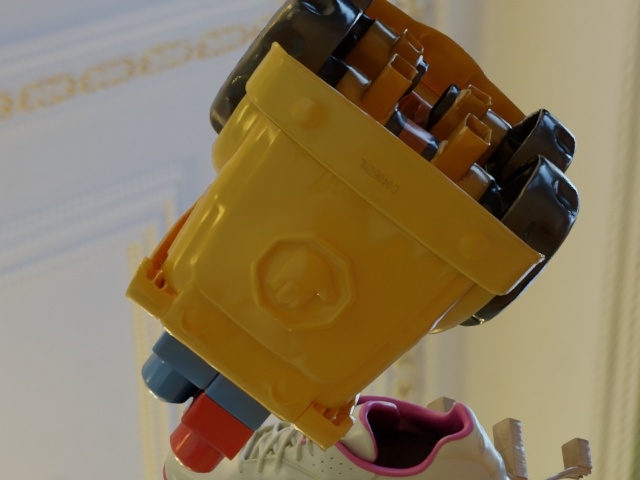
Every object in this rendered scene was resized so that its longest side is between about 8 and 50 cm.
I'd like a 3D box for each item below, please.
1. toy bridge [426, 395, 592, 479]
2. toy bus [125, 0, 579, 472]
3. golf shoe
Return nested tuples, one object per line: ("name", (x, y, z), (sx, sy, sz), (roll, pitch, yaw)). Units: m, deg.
("toy bridge", (0.170, 0.191, 1.435), (0.188, 0.026, 0.063), (19, -127, -32))
("toy bus", (0.000, 0.000, 0.730), (0.211, 0.149, 0.220), (-52, 4, 20))
("golf shoe", (0.007, 0.172, 1.303), (0.115, 0.306, 0.140), (-69, -27, -44))
